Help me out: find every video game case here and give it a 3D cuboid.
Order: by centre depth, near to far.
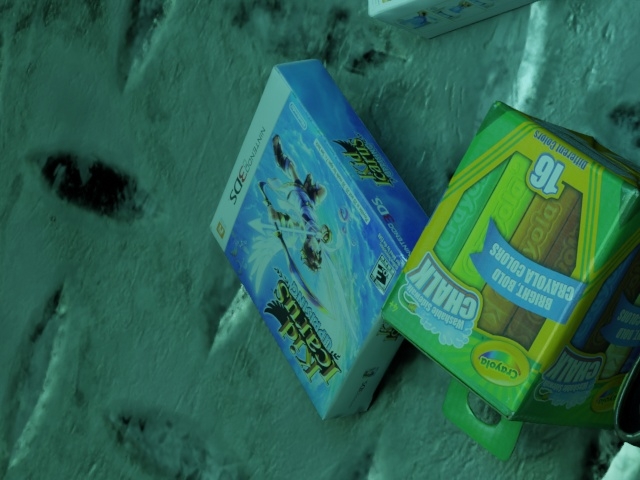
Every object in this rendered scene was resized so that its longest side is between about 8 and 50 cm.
[{"bbox_3d":[0.000,0.000,1.674,0.269,0.061,0.244,58,143,30],"label":"video game case"}]

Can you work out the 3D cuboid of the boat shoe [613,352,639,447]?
[{"bbox_3d":[0.331,0.083,1.451,0.081,0.069,0.227,36,105,37],"label":"boat shoe"}]

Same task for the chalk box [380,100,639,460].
[{"bbox_3d":[0.192,0.054,1.497,0.180,0.179,0.289,36,105,38],"label":"chalk box"}]

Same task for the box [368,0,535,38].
[{"bbox_3d":[0.152,-0.287,1.638,0.203,0.103,0.114,-14,74,36],"label":"box"}]
